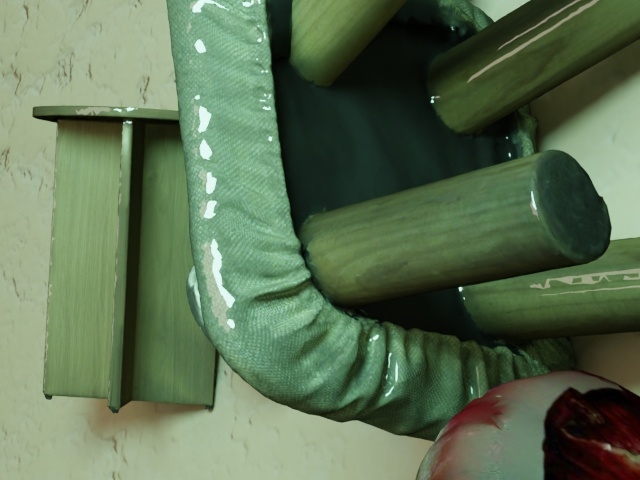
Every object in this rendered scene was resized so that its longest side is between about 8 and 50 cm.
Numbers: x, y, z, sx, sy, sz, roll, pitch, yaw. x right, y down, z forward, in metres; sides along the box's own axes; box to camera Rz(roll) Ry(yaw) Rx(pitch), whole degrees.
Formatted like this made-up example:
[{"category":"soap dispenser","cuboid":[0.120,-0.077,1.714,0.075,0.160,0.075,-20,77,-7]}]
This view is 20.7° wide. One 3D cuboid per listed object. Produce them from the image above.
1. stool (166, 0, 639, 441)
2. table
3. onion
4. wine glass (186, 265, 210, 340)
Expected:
[{"category":"stool","cuboid":[0.095,-0.065,0.983,0.226,0.310,0.310,-27,62,39]},{"category":"table","cuboid":[-0.144,0.014,1.353,0.167,0.167,0.227,3,90,48]},{"category":"onion","cuboid":[0.141,0.204,0.888,0.195,0.272,0.272,-48,48,38]},{"category":"wine glass","cuboid":[0.000,0.000,1.214,0.204,0.111,0.111,-41,52,34]}]
